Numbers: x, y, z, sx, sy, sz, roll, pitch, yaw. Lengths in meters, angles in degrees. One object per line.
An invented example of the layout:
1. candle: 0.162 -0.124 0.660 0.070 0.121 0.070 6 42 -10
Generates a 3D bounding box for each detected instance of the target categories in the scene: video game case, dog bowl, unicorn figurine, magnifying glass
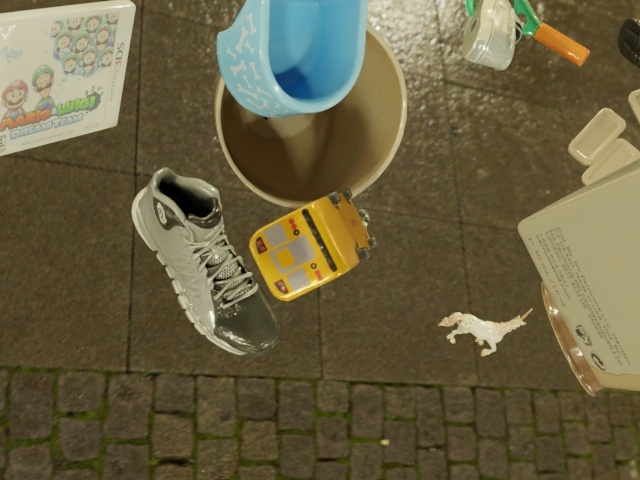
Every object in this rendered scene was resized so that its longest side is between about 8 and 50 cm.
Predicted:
1. video game case: -0.255 -0.159 0.763 0.019 0.143 0.157 38 39 22
2. dog bowl: -0.022 -0.277 0.849 0.165 0.074 0.297 -9 110 -34
3. unicorn figurine: 0.323 0.176 1.538 0.161 0.111 0.060 9 52 -14
4. magnifying glass: 0.340 -0.360 1.296 0.231 0.092 0.026 38 32 18

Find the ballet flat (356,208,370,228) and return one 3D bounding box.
1. ballet flat: 0.050 -0.004 1.408 0.041 0.041 0.114 33 101 -14

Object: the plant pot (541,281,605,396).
1. plant pot: 0.404 0.097 1.032 0.167 0.165 0.167 47 27 -33

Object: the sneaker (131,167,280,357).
1. sneaker: -0.115 0.020 0.822 0.086 0.132 0.229 -39 87 -28

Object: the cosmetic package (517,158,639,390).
1. cosmetic package: 0.219 -0.015 0.314 0.160 0.309 0.113 -26 87 -7

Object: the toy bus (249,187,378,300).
1. toy bus: 0.000 0.000 1.182 0.130 0.332 0.108 -28 91 9

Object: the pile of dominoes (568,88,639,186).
1. pile of dominoes: 0.362 -0.035 0.756 0.195 0.040 0.251 -21 78 2

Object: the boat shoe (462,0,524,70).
1. boat shoe: 0.280 -0.335 1.250 0.081 0.079 0.228 27 41 -5

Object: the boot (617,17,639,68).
1. boot: 0.528 -0.256 1.109 0.136 0.077 0.198 -2 49 -11

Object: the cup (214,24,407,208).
1. cup: -0.046 -0.244 1.390 0.330 0.237 0.331 -6 109 -18
